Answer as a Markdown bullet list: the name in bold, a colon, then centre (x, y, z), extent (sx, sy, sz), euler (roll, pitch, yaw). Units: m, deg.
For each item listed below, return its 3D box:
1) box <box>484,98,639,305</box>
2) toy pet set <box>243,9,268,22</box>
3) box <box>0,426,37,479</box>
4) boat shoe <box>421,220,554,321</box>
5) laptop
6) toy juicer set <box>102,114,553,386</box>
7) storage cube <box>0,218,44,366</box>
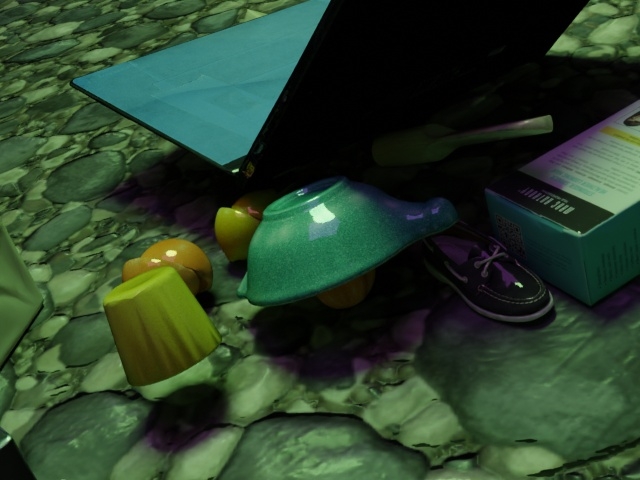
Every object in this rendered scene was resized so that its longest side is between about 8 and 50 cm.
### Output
- **box**: centre (0.246, -0.052, 0.723), extent (0.244, 0.060, 0.100), euler (-29, 33, -18)
- **toy pet set**: centre (-0.036, -0.211, 1.139), extent (0.114, 0.065, 0.122), euler (7, 23, -30)
- **box**: centre (-0.225, 0.154, 0.552), extent (0.108, 0.153, 0.207), euler (-36, 37, -29)
- **boat shoe**: centre (0.112, 0.017, 0.704), extent (0.046, 0.038, 0.125), euler (-28, 33, -16)
- **laptop**: centre (0.035, -0.226, 0.875), extent (0.382, 0.408, 0.236), euler (-28, 75, -33)
- **toy juicer set**: centre (0.000, 0.000, 0.756), extent (0.329, 0.089, 0.209), euler (-26, 12, -6)
- **storage cube**: centre (-0.362, 0.042, 0.768), extent (0.193, 0.183, 0.215), euler (-6, 33, 17)
